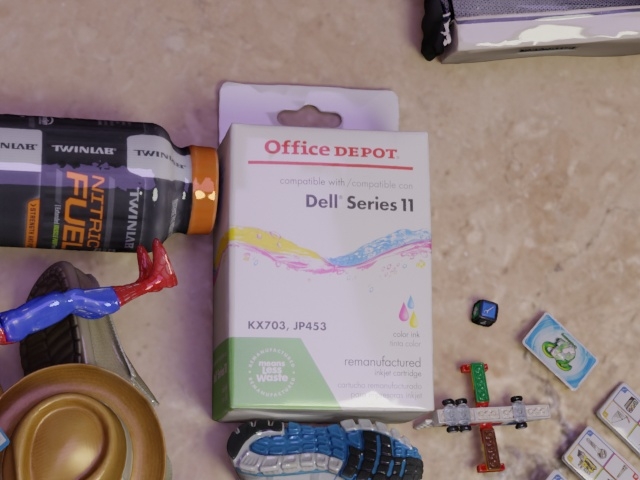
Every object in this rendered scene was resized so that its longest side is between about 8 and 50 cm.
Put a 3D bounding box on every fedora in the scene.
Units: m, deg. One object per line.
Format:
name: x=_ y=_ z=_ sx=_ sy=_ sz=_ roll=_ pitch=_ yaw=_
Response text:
fedora: x=-0.230 y=0.198 z=1.696 sx=0.194 sy=0.079 sz=0.194 roll=1 pitch=73 yaw=-2

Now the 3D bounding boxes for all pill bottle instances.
pill bottle: x=-0.224 y=-0.054 z=1.841 sx=0.245 sy=0.130 sz=0.130 roll=2 pitch=77 yaw=-10

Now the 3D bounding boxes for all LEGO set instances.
LEGO set: x=0.219 y=0.179 z=1.932 sx=0.244 sy=0.060 sz=0.182 roll=43 pitch=61 yaw=-1

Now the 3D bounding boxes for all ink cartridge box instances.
ink cartridge box: x=0.000 y=0.000 z=1.877 sx=0.207 sy=0.119 sz=0.354 roll=1 pitch=77 yaw=-10

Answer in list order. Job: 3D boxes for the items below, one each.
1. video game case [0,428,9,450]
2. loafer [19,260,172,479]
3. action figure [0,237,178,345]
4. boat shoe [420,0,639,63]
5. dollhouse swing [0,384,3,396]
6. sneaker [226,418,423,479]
video game case: x=-0.362 y=0.178 z=1.615 sx=0.166 sy=0.015 sz=0.119 roll=-41 pitch=104 yaw=-29
loafer: x=-0.214 y=0.148 z=1.820 sx=0.092 sy=0.102 sz=0.269 roll=3 pitch=65 yaw=-47
action figure: x=-0.287 y=0.041 z=1.723 sx=0.280 sy=0.091 sz=0.139 roll=-27 pitch=91 yaw=-21
boat shoe: x=0.270 y=-0.277 z=1.986 sx=0.340 sy=0.127 sz=0.158 roll=-4 pitch=86 yaw=-11
dollhouse swing: x=-0.415 y=0.199 z=1.658 sx=0.315 sy=0.305 sz=0.347 roll=-18 pitch=81 yaw=-14
sneaker: x=0.006 y=0.221 z=1.846 sx=0.190 sy=0.083 sz=0.071 roll=5 pitch=51 yaw=5
